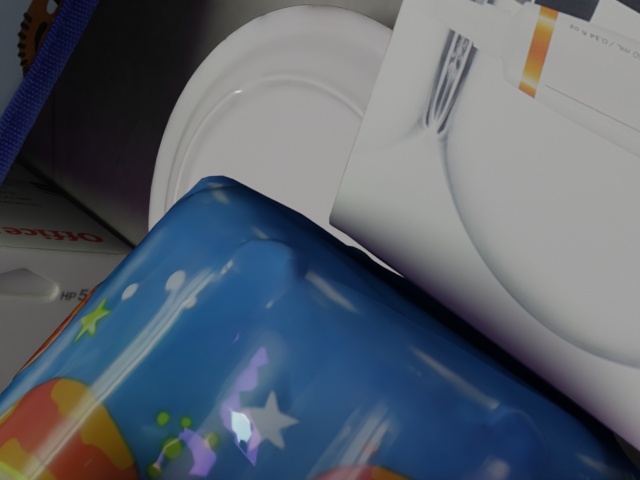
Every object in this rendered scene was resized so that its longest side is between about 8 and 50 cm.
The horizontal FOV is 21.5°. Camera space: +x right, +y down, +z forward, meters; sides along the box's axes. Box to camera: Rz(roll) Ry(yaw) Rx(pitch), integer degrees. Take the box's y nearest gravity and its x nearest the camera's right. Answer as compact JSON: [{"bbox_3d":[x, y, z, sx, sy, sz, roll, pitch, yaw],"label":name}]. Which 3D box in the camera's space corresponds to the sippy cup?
[{"bbox_3d":[-0.028,0.112,0.521,0.240,0.305,0.224,35,94,0],"label":"sippy cup"}]

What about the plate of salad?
[{"bbox_3d":[0.000,0.000,0.720,0.200,0.048,0.200,5,97,42],"label":"plate of salad"}]

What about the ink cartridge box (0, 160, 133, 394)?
[{"bbox_3d":[-0.211,0.005,0.892,0.203,0.148,0.086,33,112,47],"label":"ink cartridge box"}]

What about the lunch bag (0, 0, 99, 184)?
[{"bbox_3d":[-0.231,-0.239,0.823,0.328,0.239,0.385,16,77,36],"label":"lunch bag"}]

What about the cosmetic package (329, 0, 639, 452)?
[{"bbox_3d":[0.178,-0.097,0.406,0.284,0.097,0.377,35,121,30],"label":"cosmetic package"}]
